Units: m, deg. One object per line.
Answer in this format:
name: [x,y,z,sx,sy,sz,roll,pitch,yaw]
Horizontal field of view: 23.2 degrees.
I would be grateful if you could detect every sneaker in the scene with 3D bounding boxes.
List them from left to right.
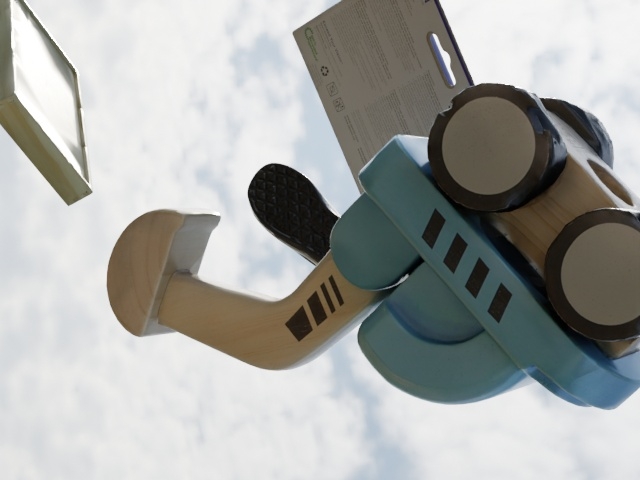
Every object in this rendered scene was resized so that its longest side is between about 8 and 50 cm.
sneaker: [0.000,0.000,1.947,0.234,0.084,0.097,43,-9,22]

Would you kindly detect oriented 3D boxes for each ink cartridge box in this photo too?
ink cartridge box: [0.088,-0.165,1.647,0.224,0.045,0.223,-24,-92,50]

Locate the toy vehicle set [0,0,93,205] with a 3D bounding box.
toy vehicle set: [-0.338,-0.180,1.869,0.166,0.035,0.267,56,11,-38]

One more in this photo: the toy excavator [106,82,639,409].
toy excavator: [0.063,0.037,1.398,0.445,0.222,0.433,-46,-106,17]
